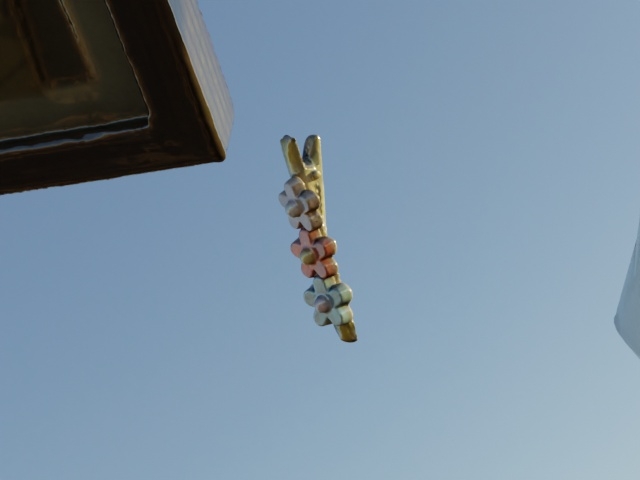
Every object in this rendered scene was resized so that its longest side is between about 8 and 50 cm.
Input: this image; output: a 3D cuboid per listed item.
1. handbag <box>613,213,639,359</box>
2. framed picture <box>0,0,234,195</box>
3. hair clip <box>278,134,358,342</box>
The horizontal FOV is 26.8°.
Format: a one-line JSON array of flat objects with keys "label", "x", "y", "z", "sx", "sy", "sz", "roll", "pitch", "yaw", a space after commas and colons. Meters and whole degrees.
[{"label": "handbag", "x": 0.268, "y": -0.012, "z": 0.471, "sx": 0.298, "sy": 0.171, "sz": 0.151, "roll": -31, "pitch": -26, "yaw": -9}, {"label": "framed picture", "x": -0.119, "y": -0.061, "z": 0.320, "sx": 0.168, "sy": 0.023, "sz": 0.128, "roll": -7, "pitch": -49, "yaw": 13}, {"label": "hair clip", "x": -0.005, "y": 0.001, "z": 1.301, "sx": 0.056, "sy": 0.214, "sz": 0.062, "roll": -16, "pitch": 9, "yaw": -39}]
